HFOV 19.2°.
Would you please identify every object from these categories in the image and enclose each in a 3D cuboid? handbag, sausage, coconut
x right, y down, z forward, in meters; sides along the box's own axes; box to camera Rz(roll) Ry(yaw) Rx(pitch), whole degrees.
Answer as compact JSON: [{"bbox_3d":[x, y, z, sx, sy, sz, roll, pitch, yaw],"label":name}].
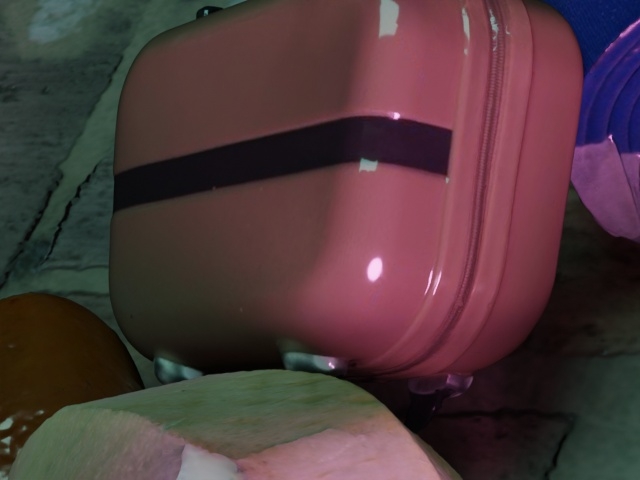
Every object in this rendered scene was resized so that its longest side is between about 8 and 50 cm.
[{"bbox_3d":[0.000,0.000,1.047,0.302,0.149,0.283,-7,77,54],"label":"handbag"},{"bbox_3d":[-0.153,0.128,1.072,0.133,0.133,0.258,-22,38,3],"label":"sausage"},{"bbox_3d":[-0.048,0.181,0.868,0.259,0.259,0.259,-14,41,12],"label":"coconut"}]

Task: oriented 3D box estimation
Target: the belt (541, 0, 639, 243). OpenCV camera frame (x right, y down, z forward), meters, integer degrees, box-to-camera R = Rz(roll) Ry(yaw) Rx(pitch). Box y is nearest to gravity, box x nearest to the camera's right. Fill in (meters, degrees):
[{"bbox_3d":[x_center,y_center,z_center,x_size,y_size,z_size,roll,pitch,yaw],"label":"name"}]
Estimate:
[{"bbox_3d":[0.289,-0.122,1.060,0.347,0.212,0.117,-18,41,2],"label":"belt"}]
